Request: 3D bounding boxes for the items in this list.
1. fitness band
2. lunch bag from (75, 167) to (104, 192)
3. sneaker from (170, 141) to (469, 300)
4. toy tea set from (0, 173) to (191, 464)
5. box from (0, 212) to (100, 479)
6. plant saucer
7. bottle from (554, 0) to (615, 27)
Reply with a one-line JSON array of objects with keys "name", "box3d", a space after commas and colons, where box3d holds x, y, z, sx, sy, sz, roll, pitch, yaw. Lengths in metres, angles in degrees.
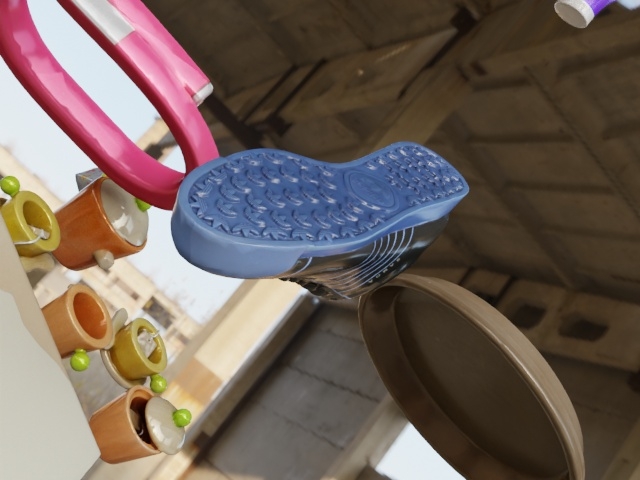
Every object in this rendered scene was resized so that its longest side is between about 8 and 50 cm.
[{"name": "fitness band", "box3d": [-0.206, -0.153, 0.811, 0.291, 0.054, 0.209, 49, -31, -9]}, {"name": "lunch bag", "box3d": [-0.346, -0.066, 1.332, 0.071, 0.053, 0.083, 20, -53, 46]}, {"name": "sneaker", "box3d": [0.000, 0.000, 0.500, 0.081, 0.232, 0.090, 48, -55, 26]}, {"name": "toy tea set", "box3d": [-0.216, 0.069, 0.918, 0.336, 0.124, 0.200, 64, 14, -1]}, {"name": "box", "box3d": [-0.296, 0.069, 0.614, 0.148, 0.121, 0.311, -4, -66, 23]}, {"name": "plant saucer", "box3d": [0.142, 0.141, 0.805, 0.278, 0.041, 0.278, 43, -25, 26]}, {"name": "bottle", "box3d": [0.508, -0.490, 1.435, 0.118, 0.283, 0.092, 37, -2, 3]}]
